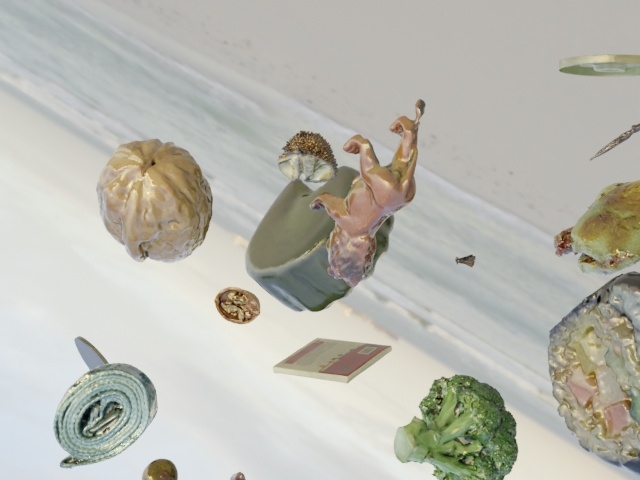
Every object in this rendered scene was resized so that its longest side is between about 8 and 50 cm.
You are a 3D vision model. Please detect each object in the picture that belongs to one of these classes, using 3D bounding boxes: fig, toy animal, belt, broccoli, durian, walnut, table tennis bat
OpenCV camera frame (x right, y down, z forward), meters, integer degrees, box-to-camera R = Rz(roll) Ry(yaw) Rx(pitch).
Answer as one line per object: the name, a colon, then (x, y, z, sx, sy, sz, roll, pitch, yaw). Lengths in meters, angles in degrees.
fig: (-0.326, 0.480, 1.780, 0.074, 0.074, 0.088, 32, 144, -9)
toy animal: (0.077, -0.054, 1.333, 0.097, 0.312, 0.157, -3, -123, -31)
belt: (-0.345, 0.275, 1.419, 0.163, 0.148, 0.082, -12, 179, -1)
broccoli: (0.277, 0.414, 1.846, 0.270, 0.270, 0.270, -2, -165, -28)
durian: (-0.024, -0.152, 1.510, 0.110, 0.071, 0.140, 3, 163, 9)
walnut: (-0.196, 0.154, 2.160, 0.121, 0.091, 0.052, 17, -162, 13)
walnut: (-0.277, -0.062, 1.487, 0.198, 0.198, 0.245, 31, 147, 14)
table tennis bat: (-0.494, 0.310, 2.009, 0.138, 0.022, 0.246, 28, 146, 35)

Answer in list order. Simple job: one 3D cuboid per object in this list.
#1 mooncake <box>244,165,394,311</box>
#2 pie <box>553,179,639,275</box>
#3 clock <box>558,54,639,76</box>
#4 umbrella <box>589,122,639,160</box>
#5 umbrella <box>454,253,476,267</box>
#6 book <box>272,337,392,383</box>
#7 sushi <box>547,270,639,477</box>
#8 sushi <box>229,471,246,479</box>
mooncake: (0.000, 0.000, 1.995, 0.187, 0.351, 0.351, 44, 171, -30)
pie: (0.671, -0.031, 1.945, 0.105, 0.274, 0.257, 49, 172, -25)
clock: (0.676, -0.407, 2.060, 0.235, 0.029, 0.235, 1, -175, 0)
umbrella: (0.468, -0.159, 1.360, 0.013, 0.122, 0.022, 51, -156, -10)
umbrella: (0.338, 0.047, 2.051, 0.020, 0.031, 0.083, 13, -172, 37)
book: (0.025, 0.268, 1.990, 0.232, 0.022, 0.162, -1, -161, 44)
sushi: (0.603, 0.221, 1.558, 0.285, 0.328, 0.329, -4, -123, -30)
sushi: (-0.178, 0.702, 2.169, 0.161, 0.241, 0.107, 21, 171, -15)
